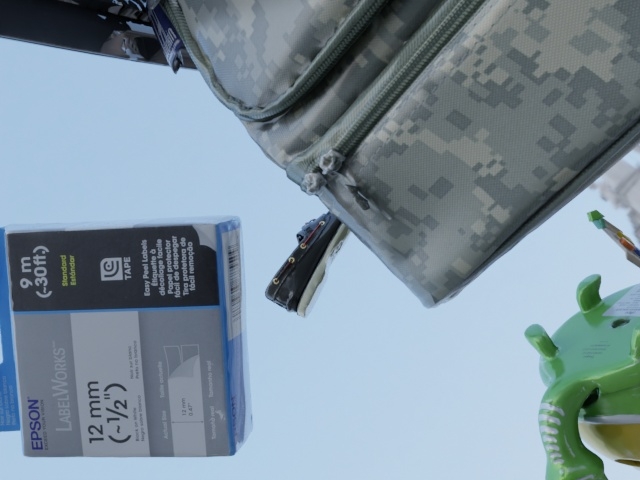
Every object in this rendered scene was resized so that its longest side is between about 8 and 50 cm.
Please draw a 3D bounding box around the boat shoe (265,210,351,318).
[{"bbox_3d":[0.000,-0.001,0.826,0.133,0.042,0.049,-60,-13,-20],"label":"boat shoe"}]

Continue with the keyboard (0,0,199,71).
[{"bbox_3d":[-0.138,-0.190,0.552,0.033,0.201,0.317,-28,-6,21],"label":"keyboard"}]

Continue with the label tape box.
[{"bbox_3d":[-0.258,0.106,1.105,0.348,0.115,0.249,-2,-84,7],"label":"label tape box"}]

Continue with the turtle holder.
[{"bbox_3d":[0.413,0.188,1.295,0.243,0.320,0.227,-20,-75,29],"label":"turtle holder"}]

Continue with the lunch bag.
[{"bbox_3d":[0.072,-0.155,0.474,0.305,0.256,0.212,-47,-5,41],"label":"lunch bag"}]

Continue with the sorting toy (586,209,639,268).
[{"bbox_3d":[0.283,-0.002,0.956,0.083,0.062,0.012,26,-65,-41],"label":"sorting toy"}]
